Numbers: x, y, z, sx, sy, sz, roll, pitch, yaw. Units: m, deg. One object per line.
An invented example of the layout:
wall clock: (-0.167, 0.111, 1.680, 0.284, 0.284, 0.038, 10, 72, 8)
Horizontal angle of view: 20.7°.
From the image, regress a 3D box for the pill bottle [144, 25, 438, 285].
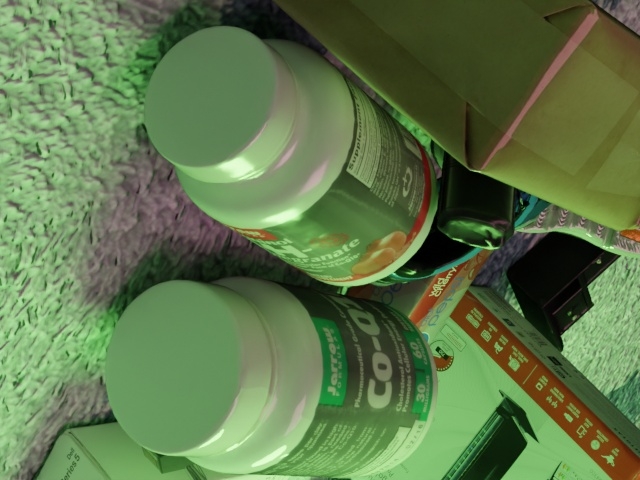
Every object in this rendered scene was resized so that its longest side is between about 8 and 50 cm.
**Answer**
pill bottle: (-0.027, -0.079, 1.608, 0.176, 0.176, 0.318, -48, 150, 5)

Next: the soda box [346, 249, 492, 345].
soda box: (0.095, 0.068, 2.019, 0.083, 0.092, 0.263, 1, 128, -49)

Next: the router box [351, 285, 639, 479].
router box: (0.221, 0.276, 2.185, 0.082, 0.335, 0.301, 7, 123, -54)

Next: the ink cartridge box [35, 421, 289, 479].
ink cartridge box: (-0.189, 0.298, 1.936, 0.273, 0.115, 0.198, -3, 131, -49)

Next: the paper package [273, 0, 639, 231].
paper package: (0.158, -0.176, 1.580, 0.168, 0.309, 0.325, -55, 149, 12)

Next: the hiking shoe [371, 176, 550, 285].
hiking shoe: (0.176, -0.039, 1.815, 0.304, 0.132, 0.113, -34, 104, -13)

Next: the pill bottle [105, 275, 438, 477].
pill bottle: (-0.046, 0.145, 1.832, 0.204, 0.204, 0.361, -54, 150, 15)

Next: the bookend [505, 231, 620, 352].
bookend: (0.336, 0.046, 2.306, 0.156, 0.072, 0.157, -41, 150, -6)

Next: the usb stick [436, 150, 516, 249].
usb stick: (0.162, -0.096, 1.757, 0.077, 0.278, 0.045, 13, 133, -2)

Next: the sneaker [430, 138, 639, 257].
sneaker: (0.237, -0.066, 2.003, 0.321, 0.180, 0.124, 25, 89, -24)
